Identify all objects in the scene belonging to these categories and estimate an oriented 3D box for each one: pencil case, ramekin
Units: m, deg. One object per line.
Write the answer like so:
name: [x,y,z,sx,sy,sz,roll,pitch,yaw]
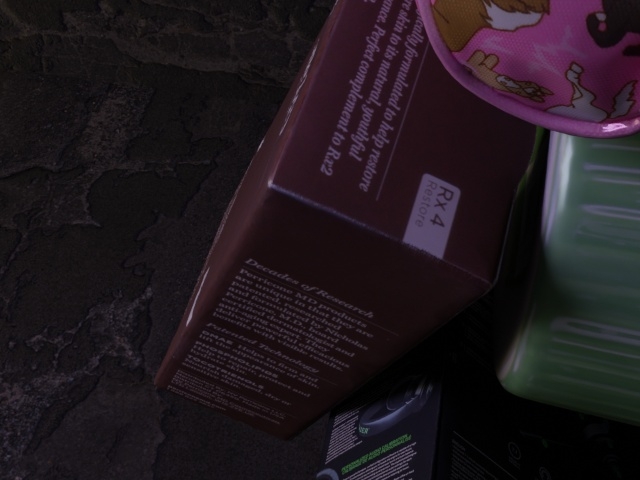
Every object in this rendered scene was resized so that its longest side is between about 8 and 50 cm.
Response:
pencil case: [0.179,-0.222,0.481,0.386,0.167,0.160,-57,-39,-35]
ramekin: [0.208,-0.022,0.594,0.303,0.148,0.304,8,-90,-84]

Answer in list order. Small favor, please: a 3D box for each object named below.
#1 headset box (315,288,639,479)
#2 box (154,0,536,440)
headset box: [0.133,0.176,0.702,0.131,0.246,0.283,-37,23,33]
box: [0.000,0.000,0.647,0.381,0.143,0.191,-50,17,58]
